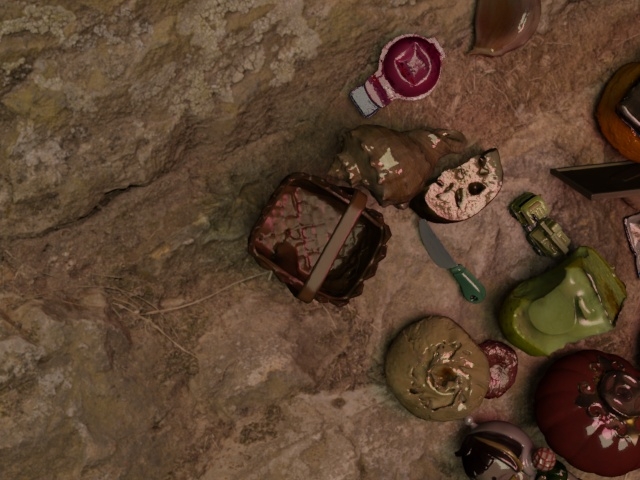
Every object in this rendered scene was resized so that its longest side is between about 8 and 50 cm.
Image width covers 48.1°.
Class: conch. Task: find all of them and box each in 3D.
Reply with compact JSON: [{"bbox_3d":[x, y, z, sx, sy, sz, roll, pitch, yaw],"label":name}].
[{"bbox_3d":[0.159,-0.179,1.608,0.324,0.263,0.186,0,119,-24],"label":"conch"}]

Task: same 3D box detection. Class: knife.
[{"bbox_3d":[0.311,0.052,1.749,0.260,0.063,0.034,50,50,-10],"label":"knife"}]

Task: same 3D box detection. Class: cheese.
[{"bbox_3d":[0.182,-0.382,1.668,0.244,0.062,0.155,-37,99,0],"label":"cheese"}]

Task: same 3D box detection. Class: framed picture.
[{"bbox_3d":[0.725,-0.148,1.694,0.289,0.213,0.016,-7,113,-6],"label":"framed picture"}]

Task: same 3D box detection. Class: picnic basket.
[{"bbox_3d":[0.000,0.000,1.570,0.291,0.321,0.254,31,89,-12],"label":"picnic basket"}]

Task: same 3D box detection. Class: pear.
[{"bbox_3d":[0.558,0.149,1.713,0.282,0.286,0.176,-33,85,32],"label":"pear"}]

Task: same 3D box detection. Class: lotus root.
[{"bbox_3d":[0.329,-0.121,1.692,0.235,0.119,0.138,-32,100,-5],"label":"lotus root"}]

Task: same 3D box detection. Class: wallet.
[{"bbox_3d":[0.825,-0.358,1.666,0.169,0.044,0.317,43,75,-4],"label":"wallet"}]

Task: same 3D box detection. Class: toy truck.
[{"bbox_3d":[0.540,-0.033,1.740,0.077,0.100,0.169,-35,101,-3],"label":"toy truck"}]

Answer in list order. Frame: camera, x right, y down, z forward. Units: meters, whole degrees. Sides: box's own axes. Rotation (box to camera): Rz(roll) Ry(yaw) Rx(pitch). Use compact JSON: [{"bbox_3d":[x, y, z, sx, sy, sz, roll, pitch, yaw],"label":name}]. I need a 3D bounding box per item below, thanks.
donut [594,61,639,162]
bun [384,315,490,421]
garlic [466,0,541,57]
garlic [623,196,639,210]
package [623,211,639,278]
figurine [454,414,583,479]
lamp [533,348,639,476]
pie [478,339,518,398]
[{"bbox_3d":[0.794,-0.316,1.736,0.253,0.118,0.253,2,84,-14],"label":"donut"},{"bbox_3d":[0.280,0.319,1.711,0.259,0.152,0.259,0,96,1],"label":"bun"},{"bbox_3d":[0.439,-0.564,1.671,0.148,0.128,0.267,2,87,-19],"label":"garlic"},{"bbox_3d":[0.831,-0.122,1.776,0.195,0.087,0.101,-6,82,-6],"label":"garlic"},{"bbox_3d":[0.868,-0.002,1.823,0.171,0.027,0.173,-19,95,-4],"label":"package"},{"bbox_3d":[0.500,0.564,1.769,0.370,0.167,0.281,29,138,-6],"label":"figurine"},{"bbox_3d":[0.668,0.413,1.729,0.303,0.257,0.303,6,55,-9],"label":"lamp"},{"bbox_3d":[0.427,0.325,1.803,0.153,0.038,0.154,-1,98,-5],"label":"pie"}]
